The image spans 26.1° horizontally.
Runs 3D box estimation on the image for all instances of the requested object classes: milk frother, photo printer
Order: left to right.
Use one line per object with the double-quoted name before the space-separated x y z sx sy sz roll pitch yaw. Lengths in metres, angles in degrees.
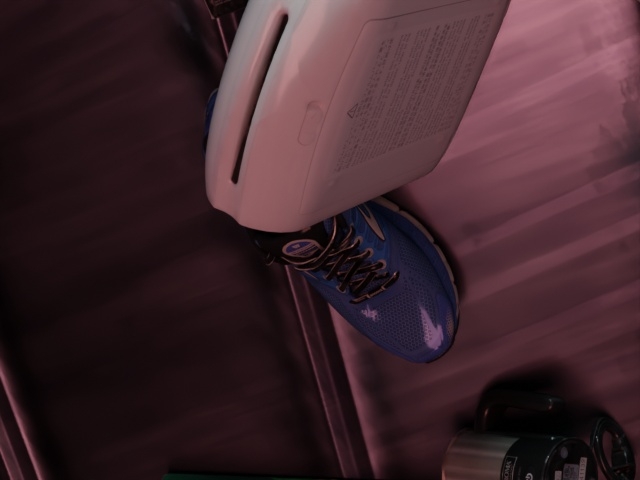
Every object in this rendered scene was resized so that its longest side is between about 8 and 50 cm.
"photo printer" 0.031 -0.145 1.122 0.107 0.307 0.256 32 119 21
"milk frother" 0.221 0.223 1.376 0.143 0.129 0.134 33 158 -35

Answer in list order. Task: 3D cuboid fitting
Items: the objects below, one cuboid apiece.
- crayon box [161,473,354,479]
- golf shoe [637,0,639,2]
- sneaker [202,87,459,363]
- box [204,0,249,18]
"crayon box" -0.015 0.438 1.510 0.313 0.106 0.363 1 114 11
"golf shoe" 0.233 -0.272 1.130 0.272 0.120 0.105 32 118 -2
"sneaker" 0.000 0.000 1.285 0.129 0.147 0.330 -39 102 24
"box" -0.087 -0.348 1.134 0.087 0.169 0.290 -16 112 20
